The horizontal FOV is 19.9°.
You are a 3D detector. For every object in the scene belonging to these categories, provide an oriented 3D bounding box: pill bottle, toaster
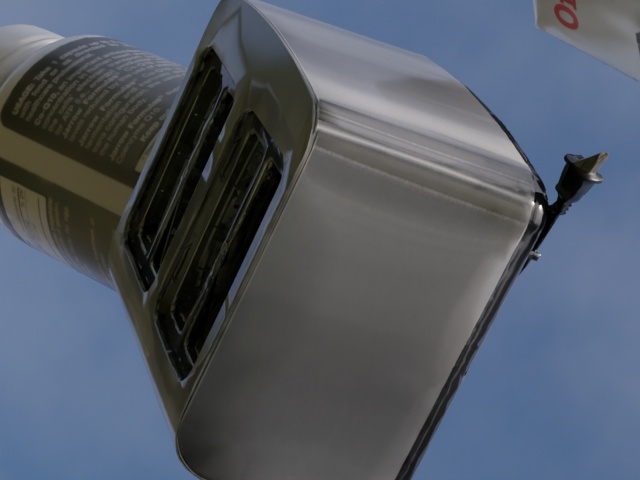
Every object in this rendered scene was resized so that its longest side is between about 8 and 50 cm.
[{"bbox_3d":[-0.132,-0.050,1.261,0.283,0.161,0.161,25,-73,38],"label":"pill bottle"},{"bbox_3d":[0.000,0.000,0.727,0.185,0.110,0.168,-64,-155,17],"label":"toaster"}]

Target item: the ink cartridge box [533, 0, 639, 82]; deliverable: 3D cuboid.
[{"bbox_3d":[0.264,-0.158,0.988,0.306,0.226,0.131,31,-114,29],"label":"ink cartridge box"}]
